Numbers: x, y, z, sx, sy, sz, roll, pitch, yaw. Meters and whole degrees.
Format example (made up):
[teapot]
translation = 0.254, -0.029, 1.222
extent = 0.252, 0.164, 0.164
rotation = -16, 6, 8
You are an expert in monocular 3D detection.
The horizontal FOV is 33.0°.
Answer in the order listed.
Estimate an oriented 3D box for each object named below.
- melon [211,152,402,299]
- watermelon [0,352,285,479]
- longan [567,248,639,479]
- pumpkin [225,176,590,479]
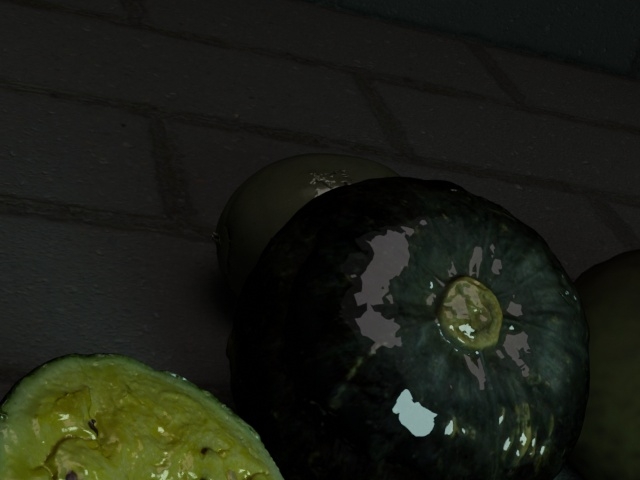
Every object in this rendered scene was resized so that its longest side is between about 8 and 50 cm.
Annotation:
[melon]
translation = 0.000, 0.000, 1.597
extent = 0.330, 0.269, 0.268
rotation = 1, 34, -15
[watermelon]
translation = -0.193, 0.280, 0.994
extent = 0.330, 0.189, 0.331
rotation = 29, 25, -14
[longan]
translation = 0.487, 0.185, 1.484
extent = 0.390, 0.391, 0.391
rotation = 16, 30, -9
[pumpkin]
translation = 0.107, 0.141, 1.321
extent = 0.454, 0.344, 0.455
rotation = 8, 63, -16
